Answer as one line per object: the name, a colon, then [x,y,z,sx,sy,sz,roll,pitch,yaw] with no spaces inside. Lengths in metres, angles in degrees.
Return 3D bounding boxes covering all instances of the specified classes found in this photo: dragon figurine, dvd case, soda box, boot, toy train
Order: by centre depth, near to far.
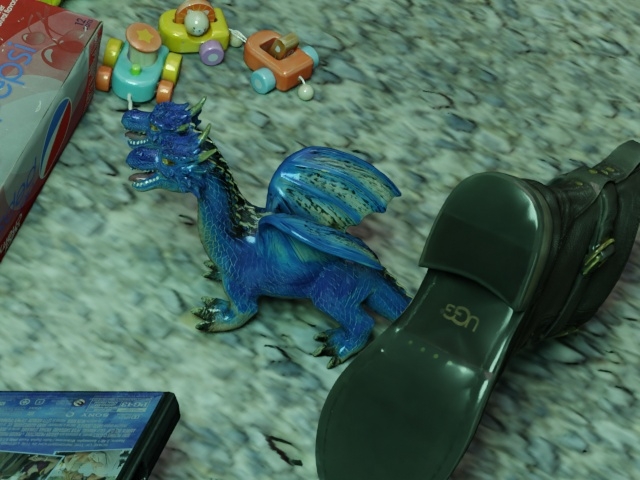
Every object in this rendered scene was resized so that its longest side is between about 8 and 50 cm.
dvd case: [-0.196,0.158,1.000,0.180,0.022,0.253,-1,28,16]
boot: [0.119,0.057,1.169,0.091,0.263,0.229,35,17,22]
dragon figurine: [0.000,0.000,1.192,0.289,0.144,0.085,16,45,-2]
soda box: [-0.235,-0.057,1.240,0.092,0.083,0.263,18,44,4]
toy train: [-0.085,-0.137,1.379,0.166,0.046,0.125,-27,57,-33]

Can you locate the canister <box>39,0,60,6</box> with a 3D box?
canister: [-0.195,-0.253,1.450,0.126,0.073,0.170,40,49,24]
